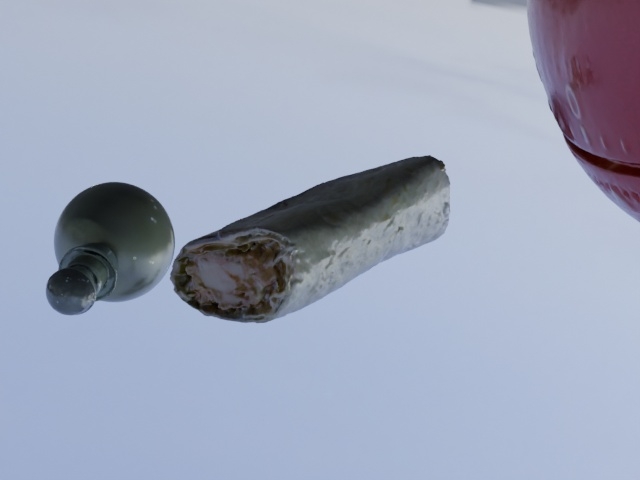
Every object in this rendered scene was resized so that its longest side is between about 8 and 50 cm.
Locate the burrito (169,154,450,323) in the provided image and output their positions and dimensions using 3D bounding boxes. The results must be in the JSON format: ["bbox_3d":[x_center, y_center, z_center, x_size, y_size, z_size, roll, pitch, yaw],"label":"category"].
[{"bbox_3d":[-0.002,-0.001,1.865,0.299,0.105,0.143,-24,-161,-31],"label":"burrito"}]

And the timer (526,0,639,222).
[{"bbox_3d":[0.320,-0.151,1.083,0.378,0.279,0.378,-24,-158,11],"label":"timer"}]

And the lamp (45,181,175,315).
[{"bbox_3d":[-0.163,0.014,1.275,0.091,0.091,0.163,13,-160,8],"label":"lamp"}]
